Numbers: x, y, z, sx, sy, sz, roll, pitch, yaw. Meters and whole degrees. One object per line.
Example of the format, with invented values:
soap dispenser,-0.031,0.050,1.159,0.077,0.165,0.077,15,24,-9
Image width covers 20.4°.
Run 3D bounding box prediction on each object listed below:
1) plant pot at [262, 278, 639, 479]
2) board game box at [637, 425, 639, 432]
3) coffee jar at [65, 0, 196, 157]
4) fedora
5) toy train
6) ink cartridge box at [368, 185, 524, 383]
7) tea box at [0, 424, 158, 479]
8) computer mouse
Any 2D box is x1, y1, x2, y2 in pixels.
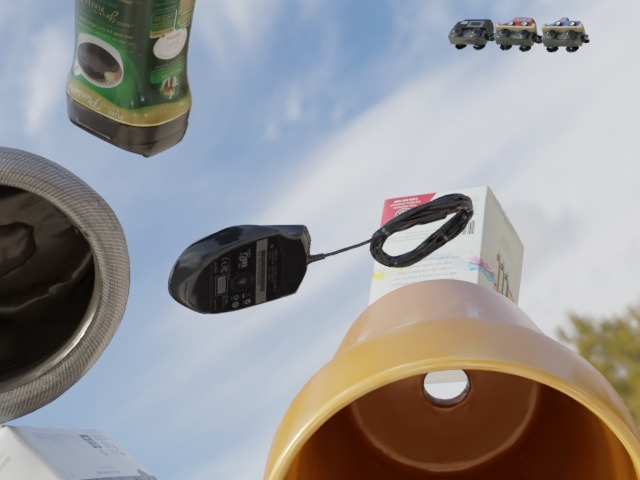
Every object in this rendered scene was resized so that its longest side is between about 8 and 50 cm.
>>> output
plant pot,0.071,0.115,0.978,0.205,0.205,0.188,-40,17,15
board game box,0.296,0.377,1.276,0.357,0.356,0.356,-20,-52,-28
coffee jar,-0.138,-0.157,1.315,0.079,0.096,0.184,-30,-42,-45
fedora,-0.296,0.027,1.543,0.275,0.243,0.124,-37,18,11
toy train,0.211,-0.219,1.880,0.036,0.158,0.027,-63,-36,-35
ink cartridge box,0.137,0.052,1.932,0.128,0.176,0.127,-6,-36,24
tea box,-0.193,0.349,1.618,0.220,0.323,0.329,-50,-9,0
computer mouse,0.000,0.000,1.297,0.242,0.041,0.071,-13,-47,-22
